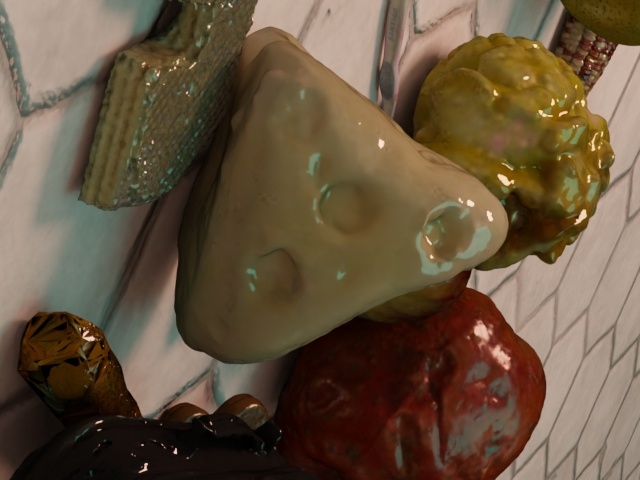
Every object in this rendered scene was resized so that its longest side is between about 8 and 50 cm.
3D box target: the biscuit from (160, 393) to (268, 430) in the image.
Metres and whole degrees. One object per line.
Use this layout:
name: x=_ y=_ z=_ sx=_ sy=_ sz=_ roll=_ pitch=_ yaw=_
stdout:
biscuit: x=-0.114 y=0.252 z=1.778 sx=0.180 sy=0.039 sz=0.236 roll=-2 pitch=107 yaw=-47

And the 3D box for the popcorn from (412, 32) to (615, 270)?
popcorn: x=0.182 y=-0.076 z=1.977 sx=0.259 sy=0.212 sz=0.259 roll=14 pitch=90 yaw=-80

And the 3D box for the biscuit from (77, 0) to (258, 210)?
biscuit: x=-0.097 y=-0.144 z=1.419 sx=0.147 sy=0.046 sz=0.250 roll=-17 pitch=128 yaw=-65

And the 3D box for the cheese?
cheese: x=0.000 y=0.001 z=1.547 sx=0.248 sy=0.251 sz=0.173 roll=-58 pitch=-164 yaw=10

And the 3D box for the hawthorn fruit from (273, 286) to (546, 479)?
hawthorn fruit: x=0.085 y=0.154 z=1.949 sx=0.262 sy=0.258 sz=0.258 roll=-25 pitch=137 yaw=-41

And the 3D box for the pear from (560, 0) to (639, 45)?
pear: x=0.354 y=-0.305 z=2.188 sx=0.198 sy=0.198 sz=0.198 roll=-52 pitch=156 yaw=-35

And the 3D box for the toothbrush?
toothbrush: x=0.067 y=-0.166 z=1.856 sx=0.027 sy=0.021 sz=0.269 roll=-51 pitch=156 yaw=-49

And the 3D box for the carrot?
carrot: x=-0.175 y=0.117 z=1.495 sx=0.069 sy=0.069 sz=0.228 roll=-59 pitch=161 yaw=-19

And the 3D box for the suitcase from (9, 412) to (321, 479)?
suitcase: x=-0.145 y=0.277 z=1.488 sx=0.339 sy=0.188 sz=0.345 roll=-51 pitch=160 yaw=8

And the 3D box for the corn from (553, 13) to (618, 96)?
corn: x=0.327 y=-0.266 z=2.347 sx=0.237 sy=0.079 sz=0.079 roll=-64 pitch=161 yaw=7

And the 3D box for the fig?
fig: x=0.042 y=-0.008 z=1.791 sx=0.143 sy=0.160 sz=0.231 roll=-44 pitch=152 yaw=7
